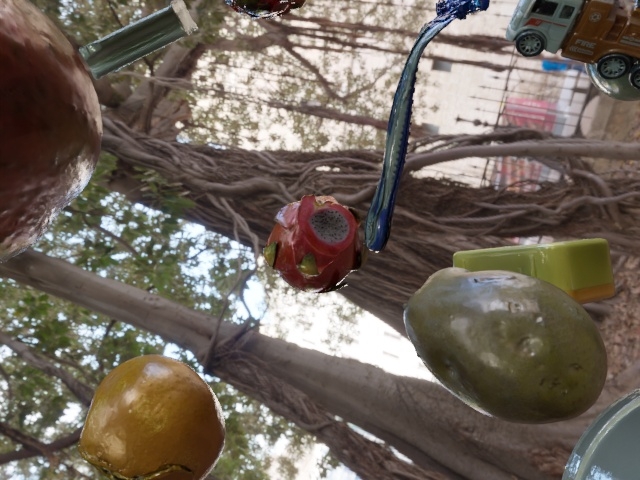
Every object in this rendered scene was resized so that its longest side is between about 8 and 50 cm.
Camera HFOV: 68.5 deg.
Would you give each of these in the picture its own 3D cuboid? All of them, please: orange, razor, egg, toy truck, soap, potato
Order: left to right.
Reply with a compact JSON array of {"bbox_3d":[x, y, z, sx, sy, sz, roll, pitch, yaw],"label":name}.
[{"bbox_3d":[-0.340,-0.380,0.885,0.114,0.199,0.063,-96,-18,-60],"label":"soap"},{"bbox_3d":[-0.178,0.199,0.499,0.134,0.155,0.154,-34,-39,-31],"label":"orange"},{"bbox_3d":[0.104,-0.141,0.566,0.324,0.056,0.093,-71,22,10],"label":"razor"},{"bbox_3d":[0.211,0.120,0.566,0.160,0.235,0.177,10,-77,-57],"label":"potato"},{"bbox_3d":[0.288,-0.232,0.462,0.115,0.178,0.080,86,-152,-60],"label":"toy truck"},{"bbox_3d":[0.646,-0.381,0.970,0.237,0.169,0.169,9,-82,-39],"label":"egg"}]

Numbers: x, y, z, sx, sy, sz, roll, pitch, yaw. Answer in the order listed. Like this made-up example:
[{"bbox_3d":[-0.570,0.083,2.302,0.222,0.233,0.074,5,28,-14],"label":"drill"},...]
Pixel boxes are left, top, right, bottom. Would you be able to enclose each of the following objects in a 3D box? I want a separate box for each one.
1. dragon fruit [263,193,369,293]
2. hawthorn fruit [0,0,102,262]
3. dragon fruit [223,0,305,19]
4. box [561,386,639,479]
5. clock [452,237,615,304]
[{"bbox_3d":[0.000,0.000,1.333,0.290,0.291,0.189,-65,12,-24],"label":"dragon fruit"},{"bbox_3d":[-0.466,-0.155,0.523,0.403,0.403,0.402,16,-90,-71],"label":"hawthorn fruit"},{"bbox_3d":[-0.122,-0.600,0.929,0.231,0.237,0.302,-46,-43,-31],"label":"dragon fruit"},{"bbox_3d":[0.264,0.187,0.239,0.149,0.226,0.226,59,-130,-74],"label":"box"},{"bbox_3d":[0.317,0.051,0.718,0.144,0.202,0.096,-2,-95,-27],"label":"clock"}]
